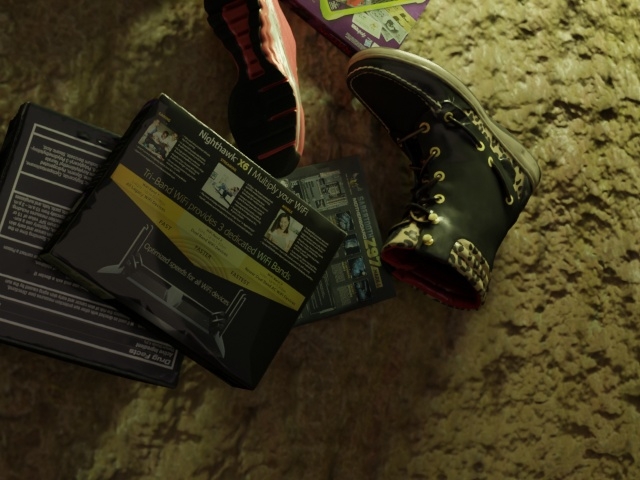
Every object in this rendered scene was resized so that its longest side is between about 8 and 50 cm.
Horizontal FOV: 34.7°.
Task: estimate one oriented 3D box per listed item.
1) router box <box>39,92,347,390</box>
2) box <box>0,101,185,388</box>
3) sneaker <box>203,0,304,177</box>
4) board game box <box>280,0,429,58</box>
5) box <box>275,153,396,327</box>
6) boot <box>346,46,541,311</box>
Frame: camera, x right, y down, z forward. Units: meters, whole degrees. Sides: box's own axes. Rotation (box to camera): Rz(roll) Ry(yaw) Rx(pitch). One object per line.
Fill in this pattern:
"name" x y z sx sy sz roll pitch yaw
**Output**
"router box" -0.153 0.006 1.292 0.309 0.081 0.243 38 72 -18
"box" -0.308 0.015 1.364 0.296 0.183 0.294 20 77 -21
"sneaker" -0.068 -0.249 1.516 0.136 0.116 0.313 -10 88 -62
"board game box" 0.012 -0.444 1.613 0.347 0.056 0.208 37 77 -16
"box" 0.000 0.000 1.561 0.183 0.059 0.232 -16 91 -23
"boot" 0.161 -0.093 1.568 0.377 0.138 0.284 38 58 -23
